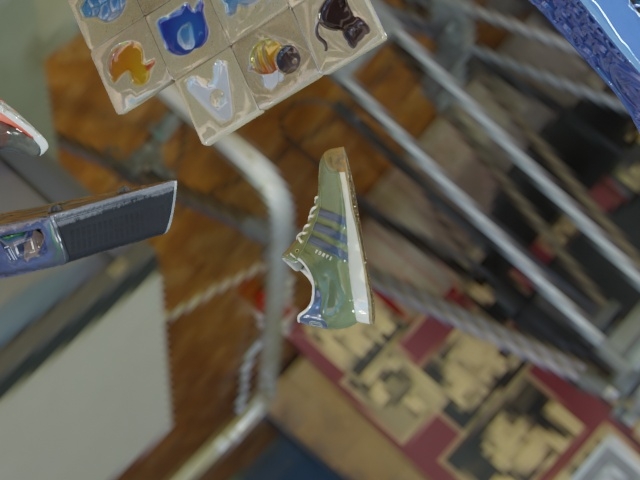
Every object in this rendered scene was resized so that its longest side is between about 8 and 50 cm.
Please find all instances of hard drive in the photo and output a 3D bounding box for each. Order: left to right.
[{"bbox_3d":[-0.263,-0.003,1.721,0.254,0.054,0.172,-9,-173,42],"label":"hard drive"}]

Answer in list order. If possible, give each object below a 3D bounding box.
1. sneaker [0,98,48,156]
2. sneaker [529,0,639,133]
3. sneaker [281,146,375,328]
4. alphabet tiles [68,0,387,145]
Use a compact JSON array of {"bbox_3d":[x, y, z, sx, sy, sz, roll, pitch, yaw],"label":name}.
[{"bbox_3d":[-0.298,-0.097,1.591,0.158,0.061,0.065,28,97,-41],"label":"sneaker"},{"bbox_3d":[0.185,-0.091,0.917,0.090,0.232,0.081,-42,-165,-9],"label":"sneaker"},{"bbox_3d":[0.000,0.000,1.968,0.086,0.192,0.064,-11,163,5],"label":"sneaker"},{"bbox_3d":[-0.088,-0.261,1.460,0.285,0.343,0.011,-29,167,23],"label":"alphabet tiles"}]
